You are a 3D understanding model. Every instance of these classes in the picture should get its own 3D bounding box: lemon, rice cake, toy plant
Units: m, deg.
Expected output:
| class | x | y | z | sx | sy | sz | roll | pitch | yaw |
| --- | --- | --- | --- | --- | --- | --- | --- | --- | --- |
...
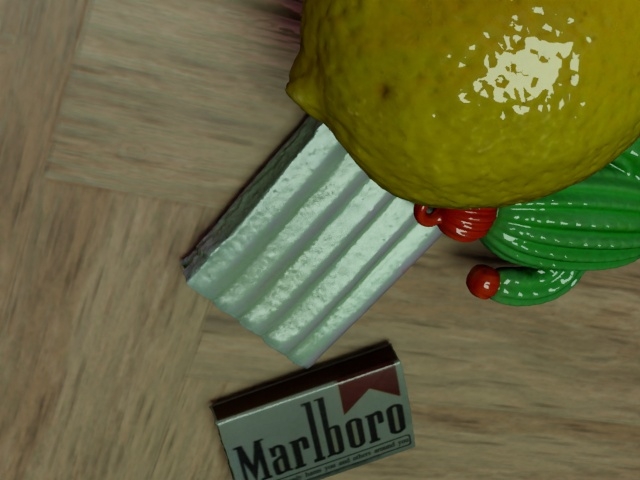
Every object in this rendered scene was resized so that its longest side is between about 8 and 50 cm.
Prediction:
| class | x | y | z | sx | sy | sz | roll | pitch | yaw |
| --- | --- | --- | --- | --- | --- | --- | --- | --- | --- |
| lemon | 0.117 | -0.144 | 0.792 | 0.267 | 0.267 | 0.267 | -9 | 122 | -15 |
| rice cake | 0.000 | 0.000 | 0.957 | 0.198 | 0.037 | 0.189 | -42 | 126 | 7 |
| toy plant | 0.193 | -0.012 | 0.985 | 0.240 | 0.088 | 0.154 | -21 | 128 | -15 |

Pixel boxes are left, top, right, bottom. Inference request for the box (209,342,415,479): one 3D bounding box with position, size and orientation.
| class | x | y | z | sx | sy | sz | roll | pitch | yaw |
| --- | --- | --- | --- | --- | --- | --- | --- | --- | --- |
| box | -0.005 | 0.171 | 1.059 | 0.178 | 0.036 | 0.115 | -17 | 124 | -9 |
